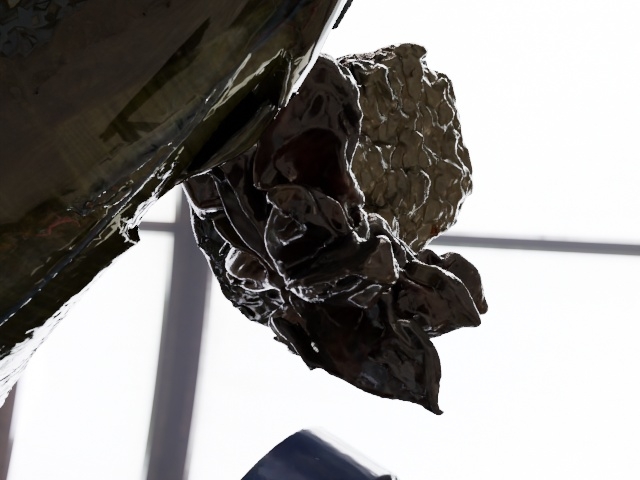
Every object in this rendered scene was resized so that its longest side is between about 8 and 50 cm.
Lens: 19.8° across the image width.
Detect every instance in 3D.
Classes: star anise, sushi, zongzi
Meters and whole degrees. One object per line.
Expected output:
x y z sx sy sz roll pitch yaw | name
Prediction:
0.002 0.003 1.112 0.129 0.283 0.212 -44 -79 -18 | star anise
0.019 -0.061 1.592 0.350 0.171 0.210 -38 -69 -62 | sushi
-0.130 -0.046 0.977 0.207 0.403 0.432 62 -173 25 | zongzi

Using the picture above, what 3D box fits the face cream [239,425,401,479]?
0.019 0.303 1.424 0.249 0.225 0.249 -47 -23 -27 | face cream
